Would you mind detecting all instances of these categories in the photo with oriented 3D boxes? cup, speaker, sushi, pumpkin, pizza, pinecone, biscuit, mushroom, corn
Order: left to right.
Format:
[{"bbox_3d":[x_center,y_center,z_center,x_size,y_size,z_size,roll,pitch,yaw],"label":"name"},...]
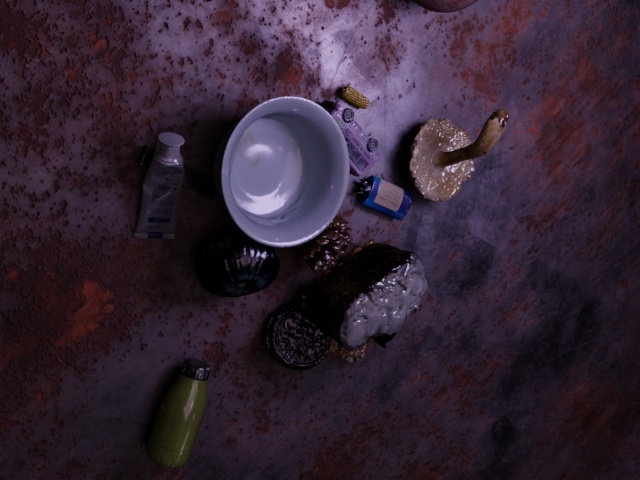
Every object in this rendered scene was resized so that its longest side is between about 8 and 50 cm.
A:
[{"bbox_3d":[-0.328,-0.155,1.536,0.191,0.040,0.046,27,90,-34],"label":"speaker"},{"bbox_3d":[-0.198,0.055,1.594,0.202,0.202,0.140,7,56,-32],"label":"pumpkin"},{"bbox_3d":[-0.114,-0.168,1.577,0.347,0.163,0.347,-9,106,-34],"label":"cup"},{"bbox_3d":[-0.058,0.255,1.782,0.194,0.053,0.195,1,88,-26],"label":"biscuit"},{"bbox_3d":[0.000,0.000,1.704,0.173,0.173,0.174,-9,108,-28],"label":"pinecone"},{"bbox_3d":[0.055,0.275,1.879,0.195,0.052,0.185,-11,106,-27],"label":"pizza"},{"bbox_3d":[0.090,-0.371,1.725,0.092,0.037,0.037,25,90,-32],"label":"corn"},{"bbox_3d":[0.124,0.154,1.779,0.348,0.207,0.234,-29,127,-32],"label":"sushi"},{"bbox_3d":[0.346,-0.231,1.782,0.207,0.302,0.233,14,82,0],"label":"mushroom"}]

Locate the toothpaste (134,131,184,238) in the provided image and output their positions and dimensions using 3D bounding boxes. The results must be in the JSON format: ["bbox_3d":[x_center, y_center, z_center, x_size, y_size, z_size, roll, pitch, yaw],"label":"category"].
[{"bbox_3d":[-0.355,-0.113,1.494,0.096,0.061,0.266,1,126,-25],"label":"toothpaste"}]

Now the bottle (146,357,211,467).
[{"bbox_3d":[-0.343,0.422,1.647,0.112,0.112,0.260,17,95,-33],"label":"bottle"}]

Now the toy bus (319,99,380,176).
[{"bbox_3d":[0.058,-0.261,1.704,0.108,0.096,0.199,-49,125,-5],"label":"toy bus"}]

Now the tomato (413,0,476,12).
[{"bbox_3d":[0.315,-0.724,1.627,0.316,0.282,0.317,-1,91,-32],"label":"tomato"}]

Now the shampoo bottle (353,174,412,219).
[{"bbox_3d":[0.169,-0.122,1.833,0.183,0.050,0.087,20,96,-33],"label":"shampoo bottle"}]
